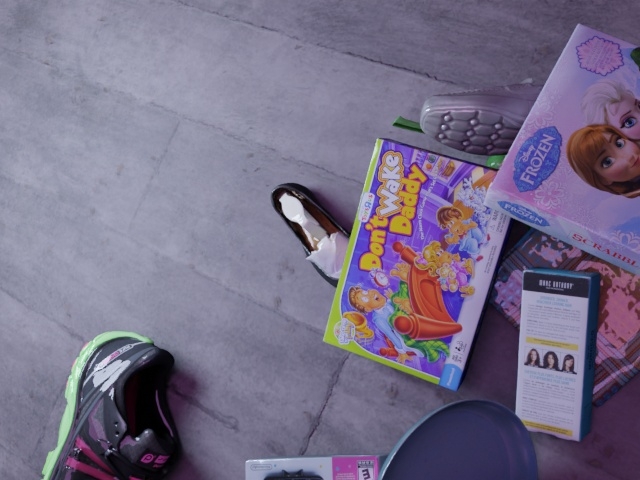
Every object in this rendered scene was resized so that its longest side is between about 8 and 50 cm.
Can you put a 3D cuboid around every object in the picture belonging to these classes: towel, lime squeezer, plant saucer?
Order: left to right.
[{"bbox_3d":[0.187,0.378,1.093,0.044,0.318,0.317,10,81,57],"label":"plant saucer"},{"bbox_3d":[0.270,-0.130,1.256,0.310,0.110,0.059,41,138,-1],"label":"lime squeezer"},{"bbox_3d":[0.454,0.032,1.153,0.370,0.040,0.271,-48,67,13],"label":"towel"}]

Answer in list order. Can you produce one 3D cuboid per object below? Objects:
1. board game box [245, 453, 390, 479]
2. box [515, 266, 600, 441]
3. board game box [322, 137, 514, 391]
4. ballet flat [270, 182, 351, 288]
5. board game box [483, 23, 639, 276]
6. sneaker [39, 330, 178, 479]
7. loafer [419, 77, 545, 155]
[{"bbox_3d":[0.009,0.481,1.145,0.224,0.097,0.303,-8,76,21],"label":"board game box"},{"bbox_3d":[0.354,0.166,1.134,0.101,0.060,0.244,6,98,34],"label":"box"},{"bbox_3d":[0.162,0.034,1.212,0.234,0.078,0.346,18,102,18],"label":"board game box"},{"bbox_3d":[0.000,0.000,1.345,0.095,0.096,0.280,-48,65,8],"label":"ballet flat"},{"bbox_3d":[0.446,-0.121,1.075,0.318,0.066,0.318,26,70,14],"label":"board game box"},{"bbox_3d":[-0.370,0.404,1.362,0.202,0.185,0.482,0,79,27],"label":"sneaker"},{"bbox_3d":[0.315,-0.202,1.213,0.320,0.112,0.111,4,54,-7],"label":"loafer"}]
